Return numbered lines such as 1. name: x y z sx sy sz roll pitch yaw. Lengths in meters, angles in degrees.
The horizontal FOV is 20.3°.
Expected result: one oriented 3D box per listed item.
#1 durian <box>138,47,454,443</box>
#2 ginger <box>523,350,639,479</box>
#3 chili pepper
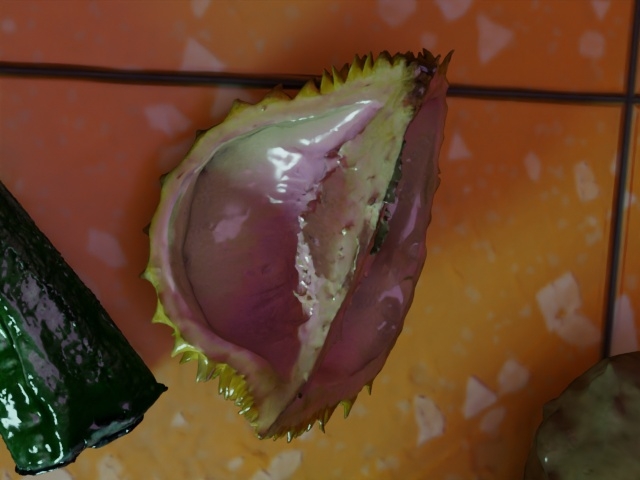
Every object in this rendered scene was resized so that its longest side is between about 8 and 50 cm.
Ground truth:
1. durian: 0.001 0.002 0.892 0.165 0.132 0.182 -7 90 -27
2. ginger: 0.119 0.206 0.948 0.304 0.155 0.245 -24 107 -12
3. chili pepper: -0.159 0.003 0.872 0.088 0.059 0.227 -29 110 -10
